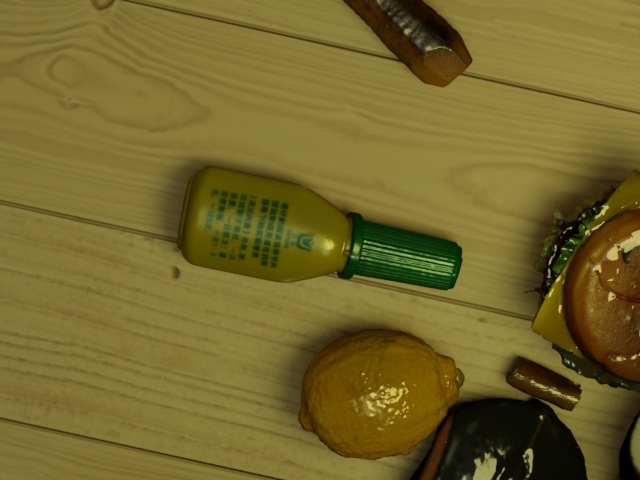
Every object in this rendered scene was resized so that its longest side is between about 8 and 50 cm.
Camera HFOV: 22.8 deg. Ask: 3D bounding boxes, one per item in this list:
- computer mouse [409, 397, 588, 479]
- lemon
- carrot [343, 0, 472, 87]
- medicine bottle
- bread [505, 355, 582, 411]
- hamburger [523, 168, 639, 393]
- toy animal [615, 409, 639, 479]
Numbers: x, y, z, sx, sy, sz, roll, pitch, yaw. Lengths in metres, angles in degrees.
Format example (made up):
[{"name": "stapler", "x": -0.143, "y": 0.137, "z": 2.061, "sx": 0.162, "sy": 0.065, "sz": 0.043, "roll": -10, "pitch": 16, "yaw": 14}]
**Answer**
[{"name": "computer mouse", "x": 0.166, "y": 0.320, "z": 1.757, "sx": 0.183, "sy": 0.116, "sz": 0.323, "roll": 29, "pitch": 101, "yaw": -8}, {"name": "lemon", "x": 0.065, "y": 0.165, "z": 1.714, "sx": 0.187, "sy": 0.142, "sz": 0.142, "roll": -13, "pitch": 101, "yaw": 0}, {"name": "carrot", "x": 0.036, "y": -0.286, "z": 1.662, "sx": 0.066, "sy": 0.066, "sz": 0.314, "roll": -43, "pitch": 96, "yaw": 10}, {"name": "medicine bottle", "x": 0.000, "y": 0.000, "z": 1.715, "sx": 0.309, "sy": 0.076, "sz": 0.111, "roll": 12, "pitch": 104, "yaw": 1}, {"name": "bread", "x": 0.247, "y": 0.160, "z": 1.752, "sx": 0.083, "sy": 0.047, "sz": 0.036, "roll": 24, "pitch": 103, "yaw": -2}, {"name": "hamburger", "x": 0.352, "y": 0.046, "z": 1.675, "sx": 0.262, "sy": 0.138, "sz": 0.243, "roll": 33, "pitch": 104, "yaw": -9}, {"name": "toy animal", "x": 0.404, "y": 0.283, "z": 1.689, "sx": 0.187, "sy": 0.235, "sz": 0.165, "roll": 4, "pitch": 57, "yaw": 12}]
